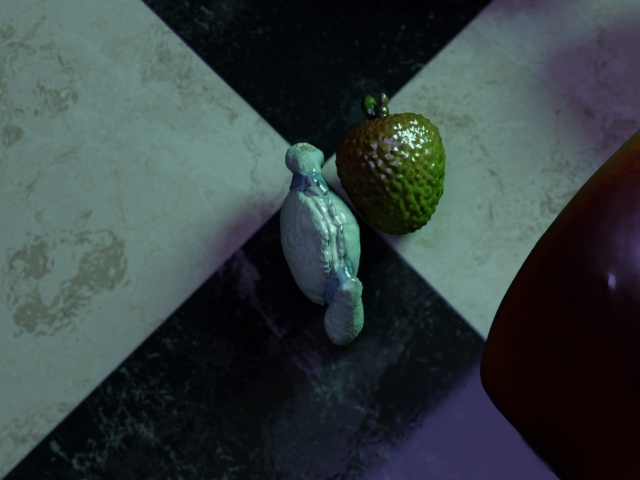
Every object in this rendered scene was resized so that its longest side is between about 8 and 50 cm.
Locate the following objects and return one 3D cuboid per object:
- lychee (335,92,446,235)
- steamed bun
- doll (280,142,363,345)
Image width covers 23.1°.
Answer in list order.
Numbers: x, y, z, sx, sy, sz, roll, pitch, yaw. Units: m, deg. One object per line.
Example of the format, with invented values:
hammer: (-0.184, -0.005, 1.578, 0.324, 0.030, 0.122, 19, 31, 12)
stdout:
lychee: (0.070, -0.078, 1.574, 0.114, 0.114, 0.146, -12, 88, 12)
steamed bun: (0.302, 0.053, 1.352, 0.235, 0.248, 0.379, 44, 111, 19)
doll: (0.000, 0.000, 1.575, 0.072, 0.103, 0.214, -11, 78, -12)
